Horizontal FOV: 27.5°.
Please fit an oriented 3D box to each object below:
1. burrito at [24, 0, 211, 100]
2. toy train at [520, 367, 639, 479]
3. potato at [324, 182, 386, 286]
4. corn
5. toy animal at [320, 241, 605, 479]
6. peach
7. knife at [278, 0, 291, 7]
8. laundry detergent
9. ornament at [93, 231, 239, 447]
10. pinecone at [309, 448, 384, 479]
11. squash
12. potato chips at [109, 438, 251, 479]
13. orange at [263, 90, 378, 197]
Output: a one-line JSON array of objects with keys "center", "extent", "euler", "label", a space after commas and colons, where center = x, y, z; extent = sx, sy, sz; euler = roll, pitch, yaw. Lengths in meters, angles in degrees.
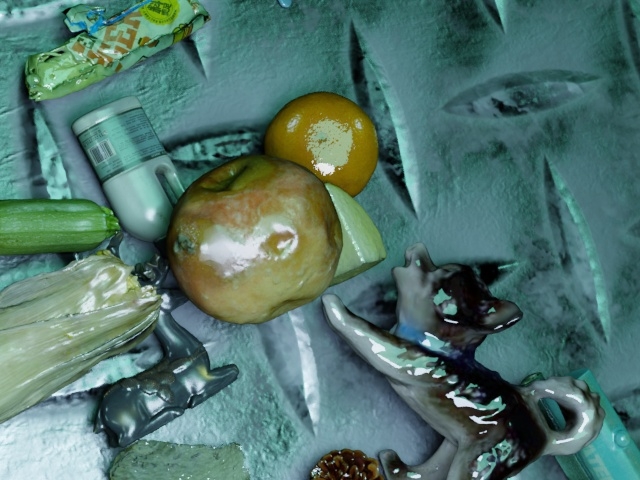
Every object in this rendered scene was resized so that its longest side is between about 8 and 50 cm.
[{"center": [-0.276, -0.274, 1.720], "extent": [0.288, 0.054, 0.104], "euler": [-33, 91, -27], "label": "burrito"}, {"center": [0.373, 0.285, 1.800], "extent": [0.101, 0.159, 0.248], "euler": [-32, 89, -32], "label": "toy train"}, {"center": [0.000, 0.000, 1.738], "extent": [0.081, 0.149, 0.120], "euler": [-11, 77, -59], "label": "potato"}, {"center": [-0.331, 0.117, 1.520], "extent": [0.305, 0.122, 0.123], "euler": [-32, 76, -4], "label": "corn"}, {"center": [0.188, 0.163, 1.703], "extent": [0.302, 0.194, 0.344], "euler": [-20, 87, -5], "label": "toy animal"}, {"center": [-0.087, 0.000, 1.602], "extent": [0.235, 0.214, 0.214], "euler": [-17, 83, -52], "label": "peach"}, {"center": [-0.068, -0.375, 1.862], "extent": [0.027, 0.010, 0.096], "euler": [-29, 89, -26], "label": "knife"}, {"center": [-0.228, -0.070, 1.679], "extent": [0.099, 0.070, 0.226], "euler": [-27, 87, -34], "label": "laundry detergent"}, {"center": [-0.238, 0.117, 1.624], "extent": [0.202, 0.080, 0.236], "euler": [-29, 92, -30], "label": "ornament"}, {"center": [0.028, 0.315, 1.674], "extent": [0.109, 0.102, 0.102], "euler": [22, 65, -49], "label": "pinecone"}, {"center": [-0.341, -0.017, 1.592], "extent": [0.219, 0.077, 0.068], "euler": [-3, 83, -45], "label": "squash"}, {"center": [-0.152, 0.316, 1.614], "extent": [0.167, 0.059, 0.228], "euler": [-38, 105, -17], "label": "potato chips"}, {"center": [0.001, -0.122, 1.763], "extent": [0.156, 0.124, 0.156], "euler": [1, 78, -4], "label": "orange"}]
